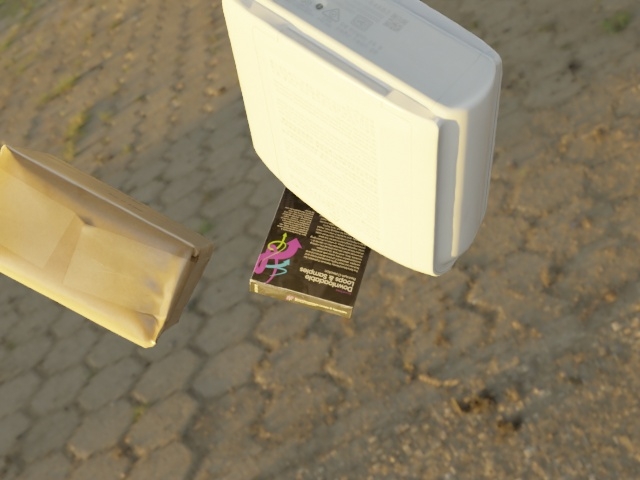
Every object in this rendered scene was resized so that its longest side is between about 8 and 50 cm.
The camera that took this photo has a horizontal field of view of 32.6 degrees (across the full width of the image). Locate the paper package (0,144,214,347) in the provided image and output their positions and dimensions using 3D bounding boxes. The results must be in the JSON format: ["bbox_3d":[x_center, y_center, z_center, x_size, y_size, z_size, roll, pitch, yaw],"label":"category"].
[{"bbox_3d":[-0.342,0.007,1.665,0.168,0.324,0.309,-63,1,1],"label":"paper package"}]

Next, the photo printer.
[{"bbox_3d":[0.041,-0.105,1.016,0.256,0.307,0.107,35,69,22],"label":"photo printer"}]

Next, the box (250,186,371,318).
[{"bbox_3d":[0.000,0.000,1.212,0.116,0.029,0.162,15,56,7],"label":"box"}]
